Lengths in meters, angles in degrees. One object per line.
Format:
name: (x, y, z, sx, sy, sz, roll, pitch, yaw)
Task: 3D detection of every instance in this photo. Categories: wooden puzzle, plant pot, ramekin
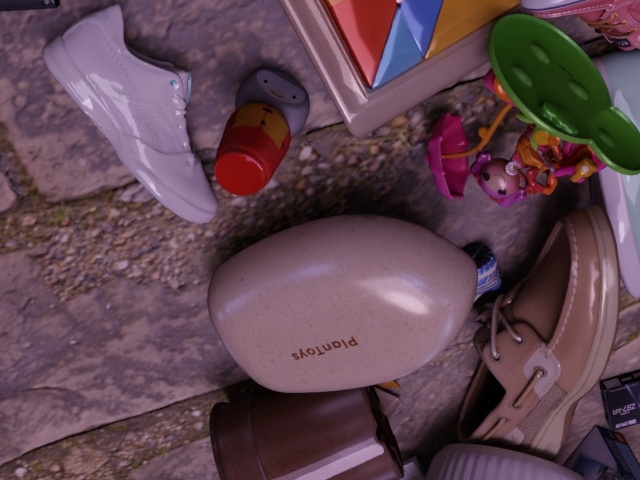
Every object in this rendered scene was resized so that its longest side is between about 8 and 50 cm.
wooden puzzle: (0.074, -0.230, 0.659, 0.221, 0.044, 0.238, -31, 118, -1)
plant pot: (-0.008, 0.222, 0.853, 0.165, 0.167, 0.167, -23, 118, 6)
ramekin: (0.208, 0.306, 0.901, 0.207, 0.109, 0.207, 14, 158, 6)
wooden puzzle: (0.048, 0.192, 0.927, 0.079, 0.014, 0.116, 36, 110, -16)

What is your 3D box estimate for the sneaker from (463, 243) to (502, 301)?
sneaker: (0.132, 0.063, 0.842, 0.135, 0.052, 0.058, -30, 124, 14)

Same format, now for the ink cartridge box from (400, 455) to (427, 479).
ink cartridge box: (0.108, 0.296, 0.979, 0.048, 0.028, 0.083, -27, 117, 10)

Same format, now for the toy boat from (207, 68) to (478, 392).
toy boat: (0.000, 0.000, 0.749, 0.268, 0.148, 0.318, -13, 123, 21)

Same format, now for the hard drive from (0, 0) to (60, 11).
hard drive: (-0.294, -0.237, 0.660, 0.135, 0.022, 0.094, -4, 119, -2)

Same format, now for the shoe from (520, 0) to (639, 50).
shoe: (0.251, -0.198, 0.683, 0.178, 0.063, 0.081, -20, 121, -17)

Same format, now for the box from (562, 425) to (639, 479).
box: (0.310, 0.362, 0.956, 0.044, 0.159, 0.233, 21, 115, -16)

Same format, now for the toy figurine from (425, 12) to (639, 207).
toy figurine: (0.171, -0.085, 0.716, 0.173, 0.130, 0.159, 42, 139, -2)

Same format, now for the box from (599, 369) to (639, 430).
box: (0.377, 0.185, 0.944, 0.083, 0.018, 0.067, -17, 118, 5)

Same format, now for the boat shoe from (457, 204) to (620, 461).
boat shoe: (0.214, 0.111, 0.819, 0.110, 0.121, 0.341, 5, 127, 0)

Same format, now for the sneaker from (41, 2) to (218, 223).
sneaker: (-0.144, -0.110, 0.716, 0.094, 0.080, 0.212, -36, 114, 3)

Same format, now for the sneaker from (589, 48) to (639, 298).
sneaker: (0.338, -0.063, 0.759, 0.151, 0.094, 0.255, -13, 116, 10)
